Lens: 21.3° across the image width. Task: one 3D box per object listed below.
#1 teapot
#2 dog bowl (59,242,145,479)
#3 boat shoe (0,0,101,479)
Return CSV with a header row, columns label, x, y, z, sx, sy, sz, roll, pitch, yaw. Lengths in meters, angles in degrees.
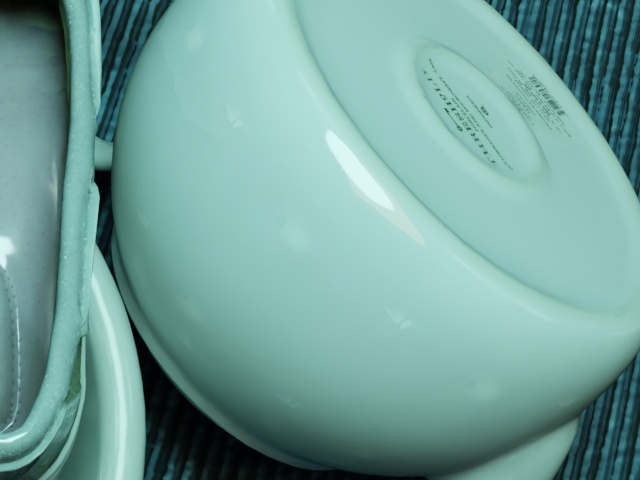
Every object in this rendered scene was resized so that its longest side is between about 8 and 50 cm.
label,x,y,z,sx,sy,sz,roll,pitch,yaw
teapot,0.000,0.000,0.716,0.252,0.187,0.256,29,34,-30
dog bowl,-0.226,0.075,0.640,0.349,0.102,0.348,7,67,-18
boat shoe,-0.131,-0.063,0.612,0.118,0.103,0.320,2,69,-20
